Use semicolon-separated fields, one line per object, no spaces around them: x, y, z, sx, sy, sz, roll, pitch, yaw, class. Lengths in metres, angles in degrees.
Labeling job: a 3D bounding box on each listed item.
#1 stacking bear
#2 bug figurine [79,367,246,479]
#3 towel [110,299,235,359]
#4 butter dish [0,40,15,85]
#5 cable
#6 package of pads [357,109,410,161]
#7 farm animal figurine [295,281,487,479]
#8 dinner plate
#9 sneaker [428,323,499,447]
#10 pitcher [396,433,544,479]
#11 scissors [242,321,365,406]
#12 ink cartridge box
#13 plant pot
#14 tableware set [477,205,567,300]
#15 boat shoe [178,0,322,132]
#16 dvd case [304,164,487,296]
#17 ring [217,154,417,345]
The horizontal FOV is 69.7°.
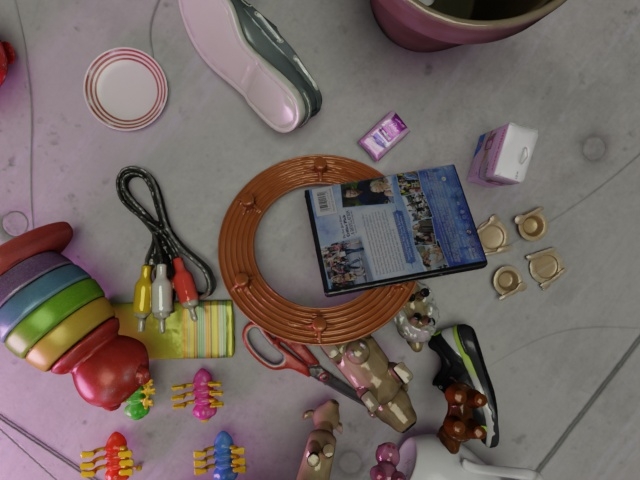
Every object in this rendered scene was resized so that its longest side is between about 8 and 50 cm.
-0.391;0.137;0.724;0.175;0.164;0.289;-43;93;9;stacking bear
-0.262;0.332;0.801;0.279;0.072;0.216;0;87;2;bug figurine
-0.272;0.159;0.818;0.237;0.021;0.102;-1;88;-2;towel
-0.552;-0.298;0.732;0.160;0.118;0.159;-19;98;40;butter dish
-0.265;0.007;0.775;0.140;0.072;0.287;-12;92;0;cable
0.111;-0.182;0.809;0.083;0.032;0.050;-43;97;0;package of pads
0.080;0.262;0.765;0.330;0.172;0.326;-19;77;-7;farm animal figurine
-0.332;-0.258;0.789;0.141;0.017;0.141;0;94;-4;dinner plate
0.255;0.259;0.833;0.097;0.084;0.234;-16;92;21;sneaker
0.251;0.404;0.789;0.207;0.125;0.177;22;132;-6;pitcher
-0.015;0.243;0.835;0.109;0.021;0.297;-42;97;-9;scissors
0.303;-0.140;0.776;0.052;0.122;0.088;15;92;-4;ink cartridge box
0.190;-0.421;0.674;0.323;0.280;0.323;0;94;-3;plant pot
0.366;0.022;0.841;0.141;0.020;0.168;-23;95;-1;tableware set
-0.117;-0.323;0.774;0.319;0.116;0.099;51;47;2;boat shoe
0.113;-0.019;0.724;0.253;0.022;0.180;-10;69;-4;dvd case
0.000;0.000;0.745;0.337;0.032;0.336;0;69;1;ring
